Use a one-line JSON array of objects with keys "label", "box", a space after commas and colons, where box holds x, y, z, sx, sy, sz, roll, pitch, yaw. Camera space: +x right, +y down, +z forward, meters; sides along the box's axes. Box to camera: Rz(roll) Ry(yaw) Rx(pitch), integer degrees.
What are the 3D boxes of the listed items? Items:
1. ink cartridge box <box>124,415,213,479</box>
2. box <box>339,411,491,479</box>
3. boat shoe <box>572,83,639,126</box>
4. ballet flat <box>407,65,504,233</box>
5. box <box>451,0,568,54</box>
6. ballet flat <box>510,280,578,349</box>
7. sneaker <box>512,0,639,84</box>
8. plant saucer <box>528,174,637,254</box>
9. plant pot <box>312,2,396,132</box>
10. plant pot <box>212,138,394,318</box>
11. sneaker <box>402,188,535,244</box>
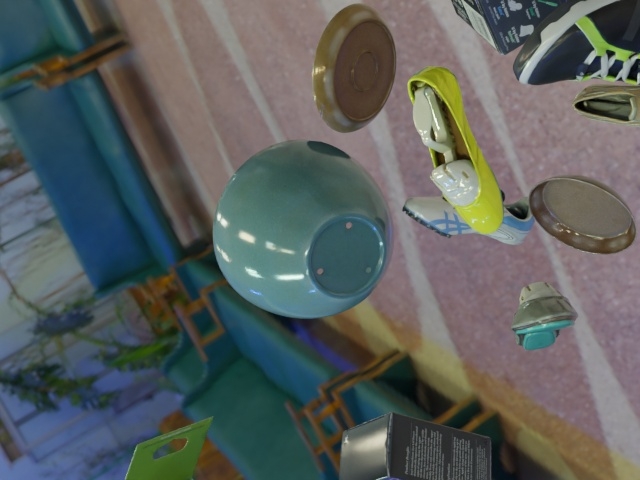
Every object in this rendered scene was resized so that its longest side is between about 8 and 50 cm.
[{"label": "ink cartridge box", "box": [-0.237, 0.432, 1.676, 0.097, 0.188, 0.255, 31, 112, 29]}, {"label": "box", "box": [0.156, 0.369, 1.722, 0.153, 0.207, 0.108, -36, 43, 54]}, {"label": "boat shoe", "box": [0.436, -0.179, 1.414, 0.190, 0.072, 0.068, 1, 104, 31]}, {"label": "ballet flat", "box": [0.165, -0.113, 1.340, 0.077, 0.077, 0.231, -21, 85, 41]}, {"label": "box", "box": [0.306, -0.403, 1.419, 0.143, 0.270, 0.165, 56, -176, -39]}, {"label": "ballet flat", "box": [0.252, 0.082, 1.216, 0.213, 0.072, 0.068, 63, -163, -76]}, {"label": "sneaker", "box": [0.281, -0.166, 0.880, 0.084, 0.234, 0.097, 96, 152, -68]}, {"label": "plant saucer", "box": [0.392, -0.043, 1.552, 0.168, 0.029, 0.168, 25, 153, 14]}, {"label": "plant pot", "box": [0.072, -0.310, 1.902, 0.032, 0.236, 0.236, 17, 139, 37]}, {"label": "plant pot", "box": [0.000, 0.000, 1.624, 0.195, 0.290, 0.290, 30, 146, 63]}, {"label": "sneaker", "box": [0.232, -0.048, 1.624, 0.085, 0.237, 0.086, 47, 125, 54]}]
